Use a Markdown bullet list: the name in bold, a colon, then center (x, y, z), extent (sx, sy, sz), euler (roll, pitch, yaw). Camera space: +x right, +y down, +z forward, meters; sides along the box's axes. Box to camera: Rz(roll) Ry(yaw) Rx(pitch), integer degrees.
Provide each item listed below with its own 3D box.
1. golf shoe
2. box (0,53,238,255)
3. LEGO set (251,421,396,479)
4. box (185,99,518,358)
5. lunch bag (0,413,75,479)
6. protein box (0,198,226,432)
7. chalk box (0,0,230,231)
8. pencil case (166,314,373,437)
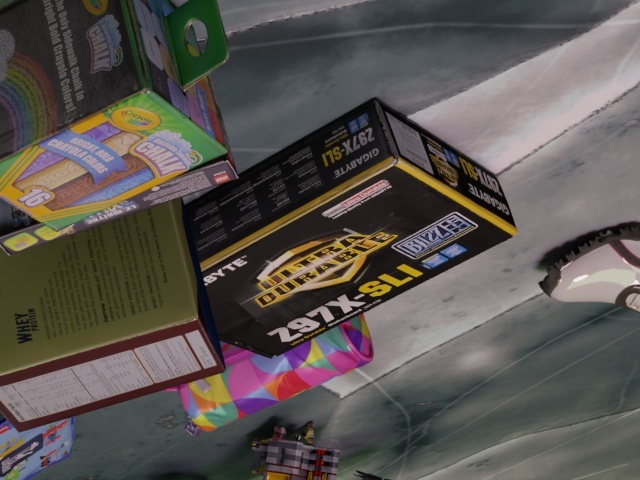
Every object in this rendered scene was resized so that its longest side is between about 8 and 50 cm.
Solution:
- **golf shoe**: center (0.393, 0.047, 2.013), extent (0.273, 0.120, 0.105), euler (-9, 155, -12)
- **box**: center (-0.181, -0.074, 1.450), extent (0.207, 0.114, 0.036), euler (-19, 154, 5)
- **LEGO set**: center (-0.046, 0.340, 2.337), extent (0.255, 0.192, 0.331), euler (0, 168, 45)
- **box**: center (0.000, 0.000, 1.742), extent (0.322, 0.079, 0.257), euler (-28, 153, 23)
- **lunch bag**: center (-0.400, 0.227, 1.938), extent (0.293, 0.138, 0.221), euler (-23, 156, -15)
- **protein box**: center (-0.213, 0.036, 1.548), extent (0.201, 0.199, 0.136), euler (-16, 154, 0)
- **chalk box**: center (-0.163, -0.121, 1.346), extent (0.213, 0.132, 0.132), euler (-23, 153, 15)
- **pencil case**: center (-0.058, 0.137, 1.956), extent (0.236, 0.104, 0.104), euler (-25, 153, 15)
